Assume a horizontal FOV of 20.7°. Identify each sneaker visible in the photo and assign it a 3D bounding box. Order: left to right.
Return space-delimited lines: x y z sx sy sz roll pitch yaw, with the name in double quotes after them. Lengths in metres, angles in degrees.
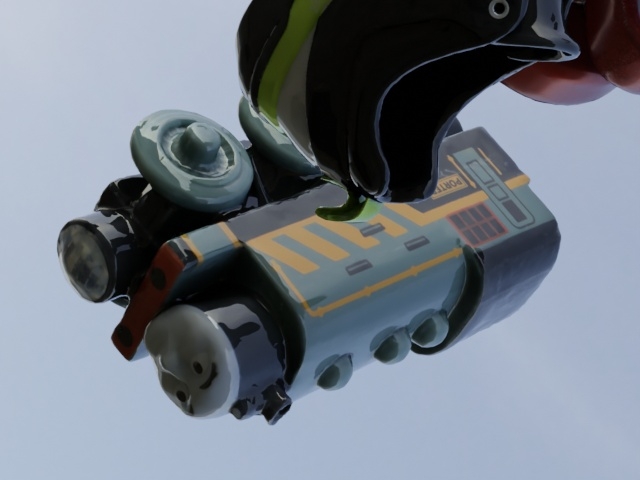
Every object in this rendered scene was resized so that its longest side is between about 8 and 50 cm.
0.068 -0.103 0.588 0.234 0.084 0.097 -52 -120 23 "sneaker"

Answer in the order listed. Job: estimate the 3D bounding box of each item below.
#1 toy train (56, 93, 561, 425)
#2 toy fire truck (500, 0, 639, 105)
0.000 0.000 1.095 0.190 0.334 0.142 50 -47 19 "toy train"
0.212 -0.185 0.848 0.169 0.254 0.302 133 -37 -58 "toy fire truck"
